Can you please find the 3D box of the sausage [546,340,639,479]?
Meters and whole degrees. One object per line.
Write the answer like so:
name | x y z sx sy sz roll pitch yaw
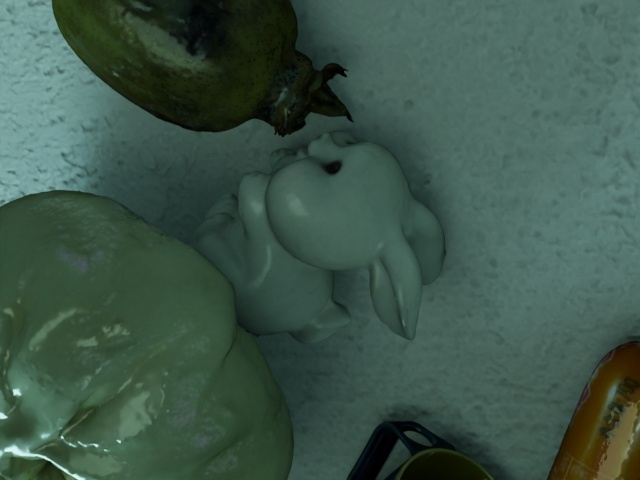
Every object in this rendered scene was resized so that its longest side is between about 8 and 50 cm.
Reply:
sausage | 0.232 0.209 1.374 0.093 0.093 0.312 22 102 14

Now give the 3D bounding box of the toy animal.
toy animal | 0.000 0.006 1.395 0.193 0.127 0.178 -21 104 28

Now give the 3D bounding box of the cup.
cup | 0.073 0.255 1.477 0.155 0.131 0.176 -44 52 44

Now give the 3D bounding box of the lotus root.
lotus root | -0.096 -0.165 1.356 0.278 0.154 0.154 35 121 0

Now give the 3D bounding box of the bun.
bun | -0.192 0.137 1.418 0.365 0.219 0.365 36 151 23
